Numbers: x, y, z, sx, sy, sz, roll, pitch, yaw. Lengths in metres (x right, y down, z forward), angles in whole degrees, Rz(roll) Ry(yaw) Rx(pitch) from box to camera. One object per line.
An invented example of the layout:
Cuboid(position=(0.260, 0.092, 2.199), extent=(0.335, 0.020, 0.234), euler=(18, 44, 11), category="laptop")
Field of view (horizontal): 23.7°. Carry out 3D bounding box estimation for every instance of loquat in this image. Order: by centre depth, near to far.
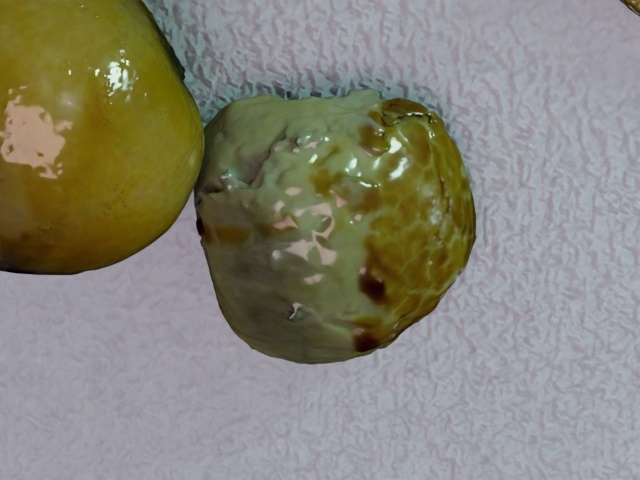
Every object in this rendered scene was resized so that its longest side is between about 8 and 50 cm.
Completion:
Cuboid(position=(-0.216, -0.102, 1.229), extent=(0.263, 0.263, 0.263), euler=(4, 116, 8), category="loquat")

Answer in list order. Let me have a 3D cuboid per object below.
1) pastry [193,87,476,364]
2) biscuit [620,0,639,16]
Cuboid(position=(0.008, 0.006, 1.299), extent=(0.236, 0.170, 0.256), euler=(-3, 120, 14), category="pastry")
Cuboid(position=(0.294, -0.267, 1.191), extent=(0.203, 0.041, 0.260), euler=(-12, 114, 12), category="biscuit")
